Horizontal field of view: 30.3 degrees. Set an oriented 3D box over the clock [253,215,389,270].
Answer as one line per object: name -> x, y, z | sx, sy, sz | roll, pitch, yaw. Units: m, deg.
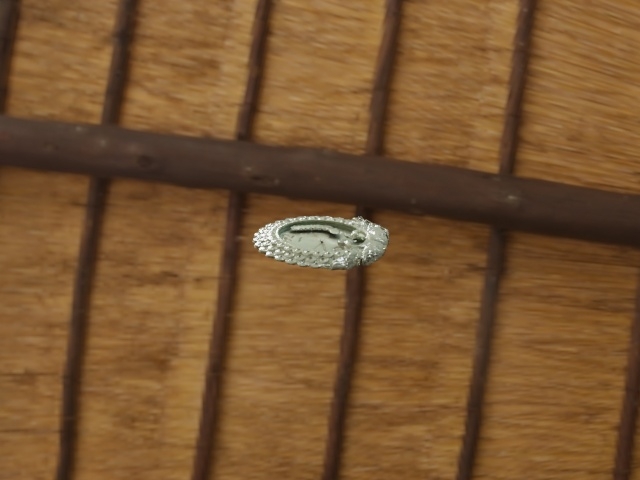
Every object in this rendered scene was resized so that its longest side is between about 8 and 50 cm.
clock -> 0.000, 0.000, 0.723 | 0.083, 0.074, 0.010 | 5, -65, 11
